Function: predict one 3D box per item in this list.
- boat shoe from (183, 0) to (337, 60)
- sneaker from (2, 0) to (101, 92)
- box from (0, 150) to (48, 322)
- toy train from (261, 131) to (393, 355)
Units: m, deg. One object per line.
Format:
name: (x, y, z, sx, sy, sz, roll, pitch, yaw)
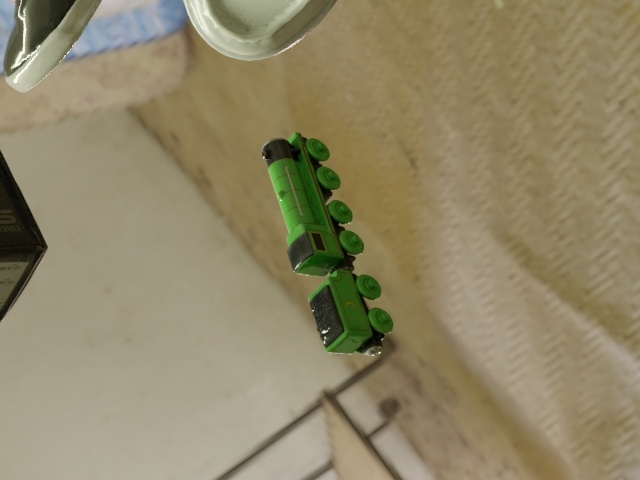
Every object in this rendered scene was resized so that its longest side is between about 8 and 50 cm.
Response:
boat shoe: (-0.006, -0.234, 0.963, 0.136, 0.156, 0.367, 25, 129, -8)
sneaker: (-0.197, -0.239, 1.099, 0.147, 0.104, 0.295, 27, 128, -13)
box: (-0.251, -0.045, 0.640, 0.059, 0.233, 0.183, -53, 55, 33)
toy train: (0.000, 0.000, 0.494, 0.017, 0.024, 0.083, -47, 50, 37)
